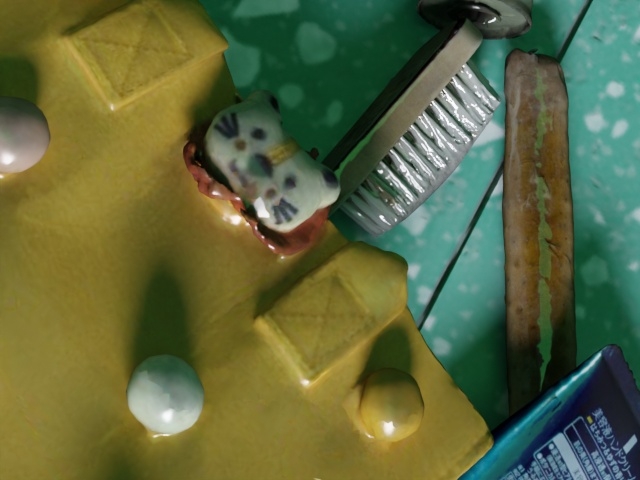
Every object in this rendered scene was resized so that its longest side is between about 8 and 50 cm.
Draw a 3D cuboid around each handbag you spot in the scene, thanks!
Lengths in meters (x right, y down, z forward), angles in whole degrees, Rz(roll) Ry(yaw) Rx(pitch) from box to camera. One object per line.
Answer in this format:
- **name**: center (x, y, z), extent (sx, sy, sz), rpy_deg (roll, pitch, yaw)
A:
- **handbag**: center (-0.116, 0.013, 0.670), extent (0.283, 0.133, 0.401), rpy_deg (-32, 89, -31)

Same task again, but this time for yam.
- **yam**: center (0.136, 0.009, 0.836), extent (0.046, 0.046, 0.263), rpy_deg (2, 83, -9)

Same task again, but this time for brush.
- **brush**: center (0.000, 0.000, 0.808), extent (0.065, 0.070, 0.327), rpy_deg (44, 79, -12)

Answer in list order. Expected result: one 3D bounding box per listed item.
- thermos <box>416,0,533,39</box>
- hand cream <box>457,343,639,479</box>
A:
- **thermos**: center (0.117, -0.228, 0.853), extent (0.083, 0.073, 0.187), rpy_deg (12, 80, -6)
- **hand cream**: center (0.088, 0.179, 0.777), extent (0.271, 0.061, 0.120), rpy_deg (-33, 111, -5)
